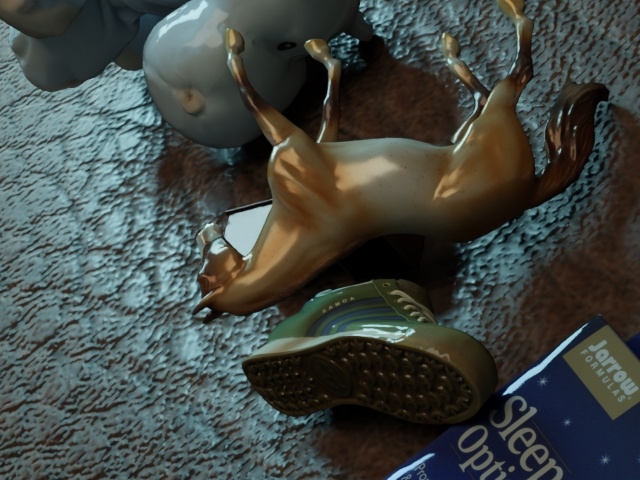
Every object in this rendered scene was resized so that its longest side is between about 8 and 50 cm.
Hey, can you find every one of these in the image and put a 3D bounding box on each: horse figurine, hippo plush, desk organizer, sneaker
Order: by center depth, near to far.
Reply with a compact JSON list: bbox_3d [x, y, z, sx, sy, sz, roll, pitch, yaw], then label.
[{"bbox_3d":[0.039,0.052,0.987,0.192,0.064,0.086,-7,34,51],"label":"sneaker"},{"bbox_3d":[0.048,-0.052,1.029,0.263,0.066,0.174,-5,65,0],"label":"horse figurine"},{"bbox_3d":[0.000,0.000,1.103,0.130,0.047,0.050,-13,48,31],"label":"desk organizer"},{"bbox_3d":[-0.070,-0.191,1.268,0.236,0.234,0.294,36,95,21],"label":"hippo plush"}]

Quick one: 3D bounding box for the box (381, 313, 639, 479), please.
[{"bbox_3d":[0.120,0.127,0.889,0.225,0.036,0.136,-37,38,3],"label":"box"}]
